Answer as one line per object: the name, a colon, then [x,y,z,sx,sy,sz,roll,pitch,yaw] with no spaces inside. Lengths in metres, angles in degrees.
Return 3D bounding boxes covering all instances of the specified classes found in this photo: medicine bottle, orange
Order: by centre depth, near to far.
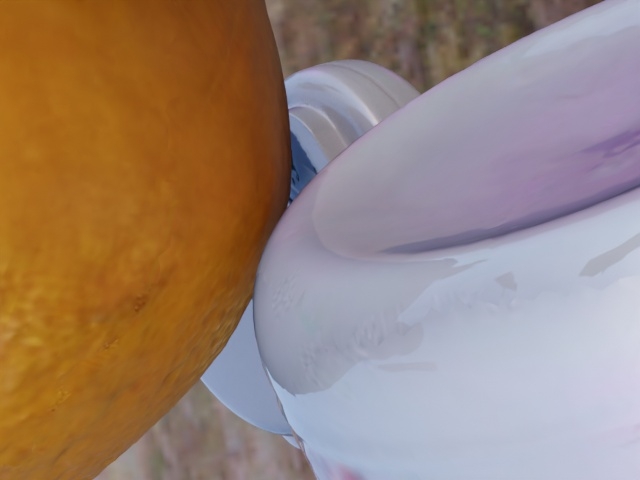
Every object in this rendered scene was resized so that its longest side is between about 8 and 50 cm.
medicine bottle: [0.149,0.093,0.589,0.325,0.256,0.256,64,180,-18]
orange: [-0.162,-0.038,0.630,0.312,0.312,0.312,170,90,-85]

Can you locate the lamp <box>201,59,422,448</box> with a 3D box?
lamp: [0.002,-0.001,0.939,0.179,0.108,0.246,56,145,12]
